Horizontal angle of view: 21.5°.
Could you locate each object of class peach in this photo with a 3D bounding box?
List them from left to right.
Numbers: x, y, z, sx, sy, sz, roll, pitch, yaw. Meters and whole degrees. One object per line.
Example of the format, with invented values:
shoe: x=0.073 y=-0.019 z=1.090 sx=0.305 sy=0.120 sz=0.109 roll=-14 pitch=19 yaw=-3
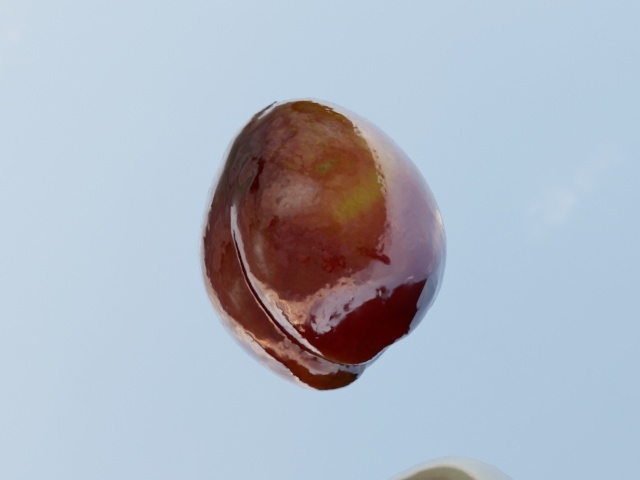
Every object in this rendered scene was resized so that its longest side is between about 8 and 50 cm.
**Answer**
peach: x=-0.001 y=0.000 z=0.628 sx=0.100 sy=0.101 sz=0.101 roll=-23 pitch=-137 yaw=23

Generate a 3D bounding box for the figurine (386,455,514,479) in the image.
figurine: x=0.014 y=0.253 z=0.597 sx=0.306 sy=0.241 sz=0.412 roll=30 pitch=-99 yaw=38
